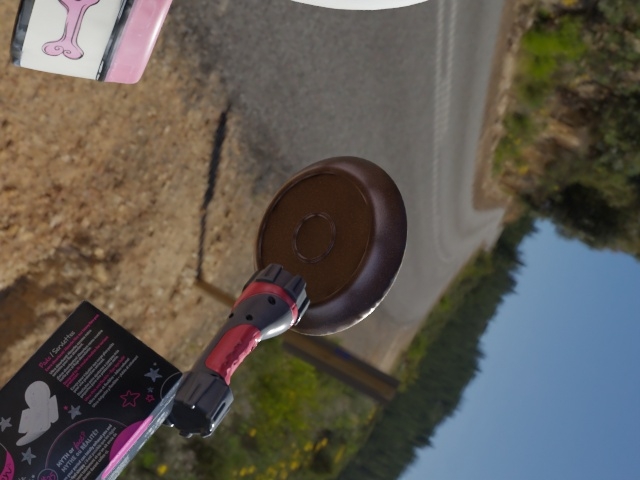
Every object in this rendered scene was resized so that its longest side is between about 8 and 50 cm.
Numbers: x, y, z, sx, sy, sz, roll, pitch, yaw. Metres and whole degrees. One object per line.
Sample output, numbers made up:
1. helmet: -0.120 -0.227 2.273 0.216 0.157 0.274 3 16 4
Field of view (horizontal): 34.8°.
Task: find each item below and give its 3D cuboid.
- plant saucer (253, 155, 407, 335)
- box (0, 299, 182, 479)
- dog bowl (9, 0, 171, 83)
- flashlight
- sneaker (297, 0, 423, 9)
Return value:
1. plant saucer: 0.000 0.000 1.686 0.050 0.311 0.310 26 92 -51
2. box: -0.285 0.215 1.102 0.247 0.142 0.163 -50 174 -28
3. dog bowl: -0.227 -0.371 1.220 0.408 0.150 0.407 -158 -90 -76
4. flashlight: -0.117 0.159 1.497 0.304 0.103 0.103 -57 177 -48
5. sneaker: -0.060 -0.267 0.554 0.130 0.323 0.236 -56 159 -13
